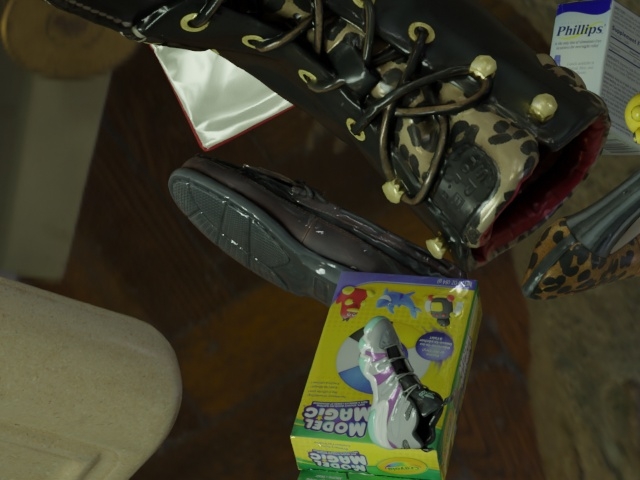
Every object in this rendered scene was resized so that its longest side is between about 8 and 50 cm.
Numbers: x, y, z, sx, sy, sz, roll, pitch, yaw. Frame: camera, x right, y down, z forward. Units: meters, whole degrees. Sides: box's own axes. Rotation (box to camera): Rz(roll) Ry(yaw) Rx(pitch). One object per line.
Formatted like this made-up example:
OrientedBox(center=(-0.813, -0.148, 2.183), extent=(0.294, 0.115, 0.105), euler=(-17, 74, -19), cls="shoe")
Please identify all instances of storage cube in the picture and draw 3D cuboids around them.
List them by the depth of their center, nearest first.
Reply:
OrientedBox(center=(-0.035, -0.204, 1.423), extent=(0.215, 0.193, 0.184), euler=(-26, 97, 18), cls="storage cube")

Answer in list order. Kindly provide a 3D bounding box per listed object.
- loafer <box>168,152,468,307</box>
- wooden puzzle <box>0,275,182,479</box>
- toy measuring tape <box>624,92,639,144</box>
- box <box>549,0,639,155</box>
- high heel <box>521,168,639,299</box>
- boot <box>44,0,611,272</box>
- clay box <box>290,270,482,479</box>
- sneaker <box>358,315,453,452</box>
OrientedBox(center=(0.000, 0.000, 1.672), extent=(0.302, 0.095, 0.109), euler=(32, 152, 10), cls="loafer")
OrientedBox(center=(-0.191, 0.077, 0.529), extent=(0.221, 0.044, 0.239), euler=(19, 127, -29), cls="wooden puzzle")
OrientedBox(center=(0.382, -0.088, 1.373), extent=(0.330, 0.121, 0.121), euler=(6, 125, 37), cls="toy measuring tape")
OrientedBox(center=(0.308, -0.174, 1.895), extent=(0.126, 0.072, 0.137), euler=(21, 76, -46), cls="box")
OrientedBox(center=(0.286, 0.023, 1.789), extent=(0.186, 0.093, 0.261), euler=(-39, 155, -3), cls="high heel")
OrientedBox(center=(0.003, -0.112, 0.979), extent=(0.284, 0.377, 0.138), euler=(41, 105, 14), cls="boot")
OrientedBox(center=(0.056, 0.125, 1.500), extent=(0.127, 0.222, 0.053), euler=(3, 136, 15), cls="clay box")
OrientedBox(center=(0.064, 0.102, 1.239), extent=(0.038, 0.069, 0.098), euler=(-22, 108, -42), cls="sneaker")
